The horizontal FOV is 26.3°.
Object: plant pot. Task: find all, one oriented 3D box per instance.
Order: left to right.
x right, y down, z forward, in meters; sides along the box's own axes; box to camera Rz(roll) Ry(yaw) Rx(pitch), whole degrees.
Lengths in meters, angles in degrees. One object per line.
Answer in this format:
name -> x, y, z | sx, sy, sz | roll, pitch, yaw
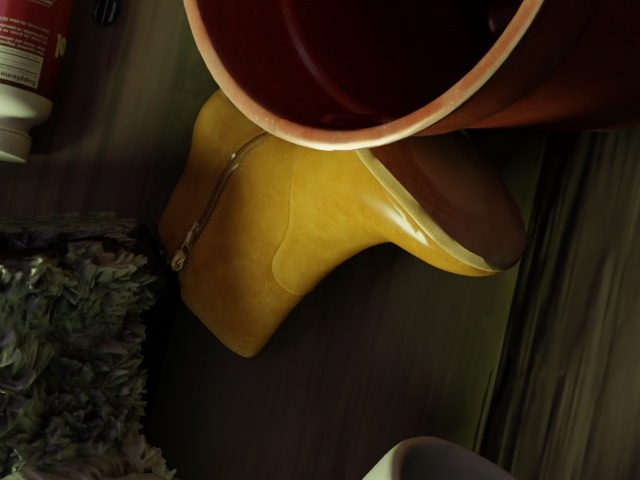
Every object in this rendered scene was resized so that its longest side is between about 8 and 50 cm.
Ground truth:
plant pot -> 0.106, -0.174, 0.797 | 0.272, 0.265, 0.272 | -4, 85, 42

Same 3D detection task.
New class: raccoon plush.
raccoon plush -> -0.238, 0.135, 1.002 | 0.446, 0.216, 0.299 | 13, 110, 58

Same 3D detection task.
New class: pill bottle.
pill bottle -> -0.243, -0.141, 1.061 | 0.086, 0.086, 0.152 | 9, 84, 23

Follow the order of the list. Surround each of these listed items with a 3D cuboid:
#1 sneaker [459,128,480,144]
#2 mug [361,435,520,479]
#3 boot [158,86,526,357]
sneaker -> 0.065, -0.110, 0.953 | 0.071, 0.068, 0.170 | -17, 66, 35
mug -> 0.073, 0.351, 0.769 | 0.374, 0.276, 0.328 | 40, 104, -7
boot -> -0.001, -0.001, 0.895 | 0.295, 0.104, 0.211 | 50, 124, 42
